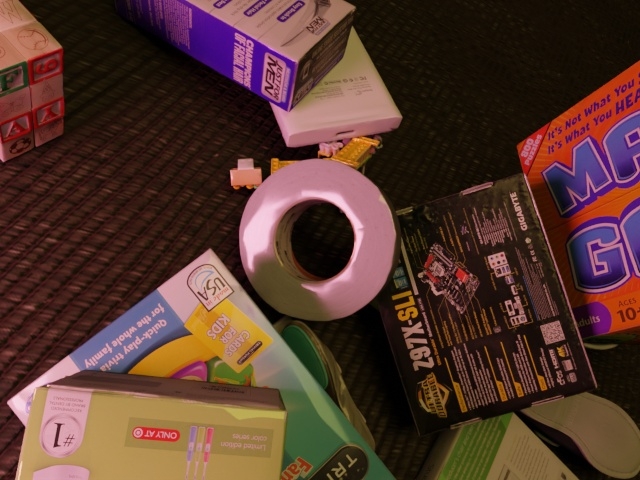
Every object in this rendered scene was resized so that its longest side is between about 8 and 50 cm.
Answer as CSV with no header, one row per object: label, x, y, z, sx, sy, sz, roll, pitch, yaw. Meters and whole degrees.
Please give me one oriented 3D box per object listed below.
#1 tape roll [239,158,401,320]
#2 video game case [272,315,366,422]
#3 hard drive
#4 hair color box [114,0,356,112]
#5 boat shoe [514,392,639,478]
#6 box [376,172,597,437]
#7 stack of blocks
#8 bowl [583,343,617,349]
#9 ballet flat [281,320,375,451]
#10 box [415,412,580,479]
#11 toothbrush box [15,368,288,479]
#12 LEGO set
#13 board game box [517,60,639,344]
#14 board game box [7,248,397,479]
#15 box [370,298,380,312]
tape roll,0.000,0.000,0.680,0.219,0.219,0.072,62,13,8
video game case,-0.064,0.236,0.651,0.212,0.023,0.193,-35,87,-34
hard drive,-0.009,-0.306,0.857,0.203,0.040,0.308,-13,63,-18
hair color box,-0.137,-0.368,0.781,0.338,0.110,0.185,31,57,9
boat shoe,0.428,0.303,0.844,0.302,0.091,0.114,39,75,-10
box,0.217,0.091,0.718,0.257,0.079,0.322,-18,86,7
stack of blocks,-0.444,-0.264,0.582,0.297,0.171,0.087,48,55,-1
bowl,0.401,0.057,0.897,0.311,0.163,0.312,11,64,-24
ballet flat,0.009,0.206,0.659,0.068,0.072,0.213,-7,71,-59
box,0.298,0.415,0.748,0.322,0.058,0.232,47,55,-4
toothbrush box,-0.149,0.272,0.428,0.206,0.122,0.283,7,80,-7
LEGO set,-0.005,-0.099,0.811,0.287,0.107,0.132,-27,48,-30
board game box,0.595,-0.054,0.736,0.356,0.356,0.357,8,65,-26
board game box,-0.118,0.219,0.545,0.253,0.079,0.336,-39,89,-14
box,0.141,0.086,0.818,0.178,0.042,0.109,40,56,-6
